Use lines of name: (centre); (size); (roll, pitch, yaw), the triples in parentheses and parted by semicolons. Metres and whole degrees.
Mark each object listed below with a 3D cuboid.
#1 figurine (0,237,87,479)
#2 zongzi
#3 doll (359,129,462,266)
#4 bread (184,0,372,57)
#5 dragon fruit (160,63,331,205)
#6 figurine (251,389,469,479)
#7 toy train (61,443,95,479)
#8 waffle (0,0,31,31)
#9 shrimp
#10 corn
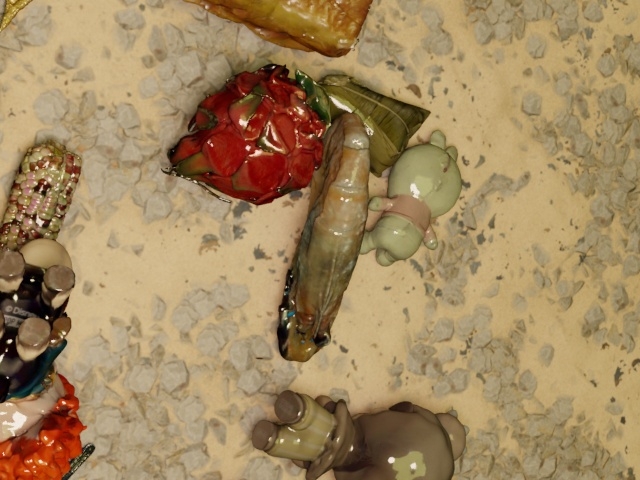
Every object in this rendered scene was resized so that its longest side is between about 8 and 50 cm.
figurine: (-0.433, 0.187, 1.479); (0.241, 0.306, 0.411); (6, 114, -21)
zongzi: (0.088, -0.243, 1.841); (0.205, 0.094, 0.204); (43, 49, -3)
doll: (0.171, -0.070, 1.862); (0.155, 0.113, 0.275); (39, 80, -19)
bread: (-0.081, -0.429, 1.703); (0.344, 0.149, 0.195); (20, 97, -25)
dragon fruit: (-0.120, -0.164, 1.684); (0.293, 0.234, 0.233); (-13, 103, 19)
figurine: (0.076, 0.363, 1.807); (0.381, 0.203, 0.248); (25, 88, -23)
toy train: (-0.396, 0.360, 1.695); (0.083, 0.017, 0.017); (-47, 113, -13)
waffle: (-0.464, -0.421, 1.591); (0.191, 0.032, 0.125); (-47, 112, -15)
shrimp: (0.000, 0.000, 1.754); (0.110, 0.221, 0.445); (8, 109, -18)
corn: (-0.445, -0.018, 1.609); (0.092, 0.092, 0.280); (19, 91, -24)
